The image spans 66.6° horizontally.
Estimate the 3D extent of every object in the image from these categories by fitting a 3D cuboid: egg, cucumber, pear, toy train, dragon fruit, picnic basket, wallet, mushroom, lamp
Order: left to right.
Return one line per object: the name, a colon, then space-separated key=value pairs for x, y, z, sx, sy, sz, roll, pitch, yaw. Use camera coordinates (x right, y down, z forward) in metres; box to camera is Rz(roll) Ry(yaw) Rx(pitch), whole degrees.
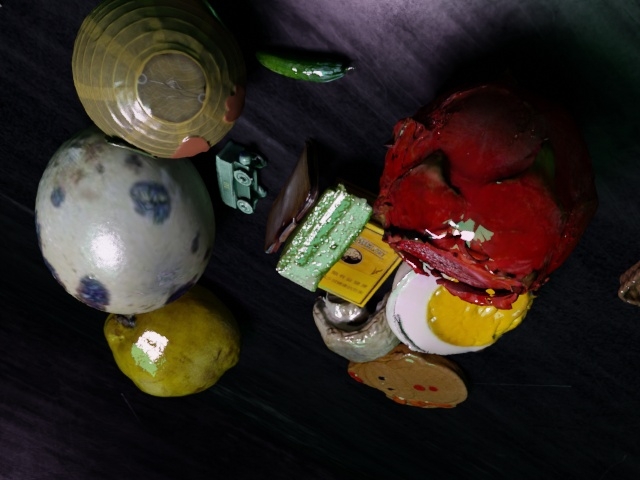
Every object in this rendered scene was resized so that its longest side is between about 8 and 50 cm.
egg: x=-0.391 y=-0.041 z=1.003 sx=0.345 sy=0.345 sz=0.428 roll=21 pitch=137 yaw=3
lamp: x=-0.247 y=-0.255 z=0.751 sx=0.250 sy=0.250 sz=0.284 roll=53 pitch=176 yaw=-37
pear: x=-0.442 y=0.291 z=1.489 sx=0.352 sy=0.352 sz=0.413 roll=-13 pitch=140 yaw=40
toy train: x=-0.167 y=-0.126 z=1.008 sx=0.099 sy=0.070 sz=0.172 roll=24 pitch=147 yaw=10
wallet: x=-0.061 y=-0.071 z=0.966 sx=0.031 sy=0.137 sz=0.255 roll=11 pitch=149 yaw=-19
cucumber: x=-0.028 y=-0.270 z=0.760 sx=0.168 sy=0.039 sz=0.039 roll=15 pitch=145 yaw=14
mushroom: x=0.095 y=0.228 z=1.250 sx=0.267 sy=0.164 sz=0.189 roll=2 pitch=139 yaw=27
egg: x=0.267 y=0.078 z=0.963 sx=0.264 sy=0.174 sz=0.286 roll=30 pitch=122 yaw=-20
dragon fruit: x=0.219 y=-0.066 z=0.677 sx=0.296 sy=0.301 sz=0.295 roll=16 pitch=152 yaw=9
picnic basket: x=0.600 y=0.051 z=0.827 sx=0.110 sy=0.054 sz=0.193 roll=17 pitch=145 yaw=6

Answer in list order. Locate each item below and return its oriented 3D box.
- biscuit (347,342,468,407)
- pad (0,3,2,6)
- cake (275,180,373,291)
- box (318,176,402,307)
biscuit: x=0.264 y=0.426 z=1.516 sx=0.381 sy=0.074 sz=0.359 roll=-7 pitch=134 yaw=31
pad: x=-0.706 y=-0.475 z=0.878 sx=0.233 sy=0.022 sz=0.174 roll=0 pitch=139 yaw=27
cake: x=0.004 y=0.001 z=0.911 sx=0.100 sy=0.099 sz=0.235 roll=30 pitch=143 yaw=-10
box: x=0.067 y=0.017 z=1.051 sx=0.193 sy=0.084 sz=0.301 roll=24 pitch=145 yaw=-2
